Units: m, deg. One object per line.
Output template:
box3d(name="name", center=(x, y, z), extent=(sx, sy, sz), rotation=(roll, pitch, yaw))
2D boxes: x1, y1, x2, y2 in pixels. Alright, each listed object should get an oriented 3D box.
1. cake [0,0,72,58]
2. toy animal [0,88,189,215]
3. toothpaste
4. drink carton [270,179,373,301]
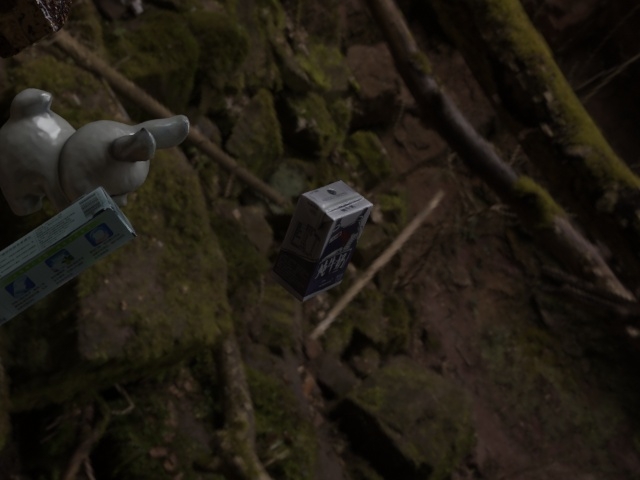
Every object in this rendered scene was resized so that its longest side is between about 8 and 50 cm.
box3d(name="cake", center=(-0.470, -0.403, 1.232), extent=(0.135, 0.112, 0.246), rotation=(-81, 147, -62))
box3d(name="toy animal", center=(-0.442, -0.175, 1.630), extent=(0.196, 0.368, 0.241), rotation=(-50, 137, -59))
box3d(name="toothpaste", center=(-0.448, 0.047, 1.287), extent=(0.067, 0.337, 0.081), rotation=(52, -6, 43))
box3d(name="drink carton", center=(0.001, -0.001, 1.735), extent=(0.102, 0.134, 0.222), rotation=(39, -53, 26))
